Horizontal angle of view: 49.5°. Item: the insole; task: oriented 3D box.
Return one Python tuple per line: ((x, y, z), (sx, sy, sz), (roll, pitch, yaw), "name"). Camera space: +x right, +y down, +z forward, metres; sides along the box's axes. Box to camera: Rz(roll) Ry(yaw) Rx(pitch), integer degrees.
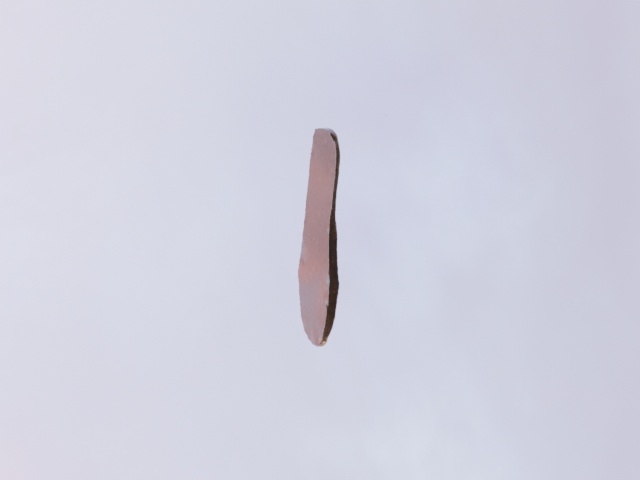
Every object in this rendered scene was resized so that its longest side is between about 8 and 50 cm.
((0.000, 0.000, 0.591), (0.010, 0.063, 0.192), (-5, -69, -27), "insole")
